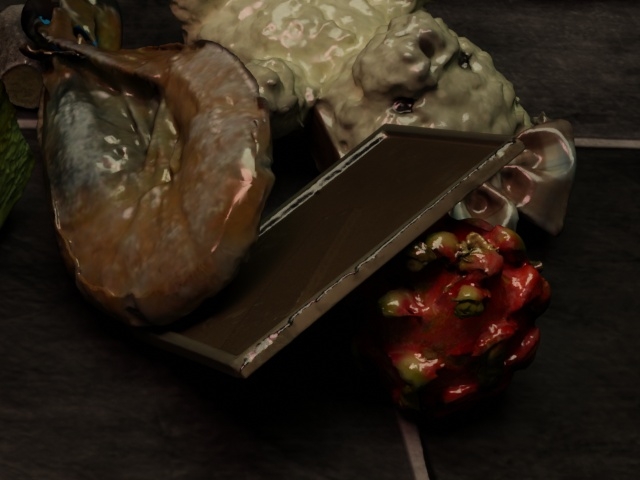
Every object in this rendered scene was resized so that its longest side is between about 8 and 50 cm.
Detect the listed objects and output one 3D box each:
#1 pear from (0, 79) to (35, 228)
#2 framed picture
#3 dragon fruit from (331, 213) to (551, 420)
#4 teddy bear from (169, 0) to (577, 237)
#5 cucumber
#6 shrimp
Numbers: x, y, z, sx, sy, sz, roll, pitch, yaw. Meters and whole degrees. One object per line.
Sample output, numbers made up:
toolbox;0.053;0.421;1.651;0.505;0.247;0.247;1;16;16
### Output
pear;-0.369;-0.045;1.416;0.176;0.286;0.282;14;64;13
framed picture;0.000;0.000;1.443;0.289;0.016;0.213;-39;21;-19
dragon fruit;0.096;0.049;1.448;0.166;0.172;0.160;11;43;-8
teddy bear;0.041;-0.195;1.639;0.327;0.375;0.362;-37;42;-27
cucumber;-0.279;-0.172;1.733;0.064;0.064;0.112;-1;42;-15
shrimp;-0.160;-0.102;1.546;0.110;0.221;0.445;31;17;-41
